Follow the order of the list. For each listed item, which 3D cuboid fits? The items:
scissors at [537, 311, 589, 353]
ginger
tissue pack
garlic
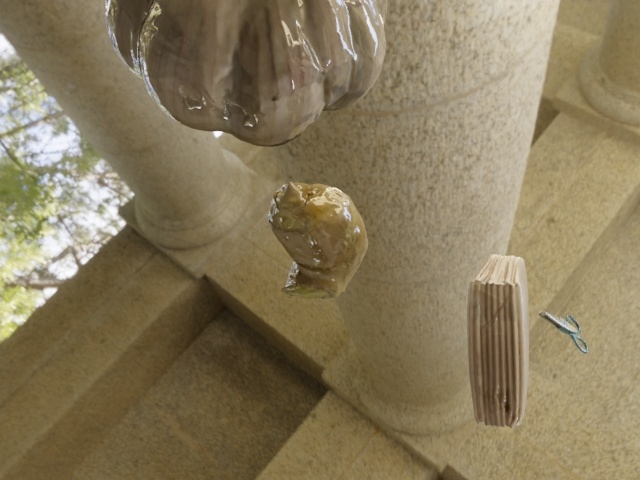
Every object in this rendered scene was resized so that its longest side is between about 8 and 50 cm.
[{"bbox_3d":[0.328,0.115,0.867,0.014,0.119,0.058,-34,-136,32],"label":"scissors"},{"bbox_3d":[0.000,0.000,1.030,0.138,0.267,0.152,16,-135,33],"label":"ginger"},{"bbox_3d":[0.245,0.116,0.865,0.071,0.325,0.170,1,-86,17],"label":"tissue pack"},{"bbox_3d":[-0.057,-0.186,0.498,0.228,0.152,0.228,6,-124,-9],"label":"garlic"}]
